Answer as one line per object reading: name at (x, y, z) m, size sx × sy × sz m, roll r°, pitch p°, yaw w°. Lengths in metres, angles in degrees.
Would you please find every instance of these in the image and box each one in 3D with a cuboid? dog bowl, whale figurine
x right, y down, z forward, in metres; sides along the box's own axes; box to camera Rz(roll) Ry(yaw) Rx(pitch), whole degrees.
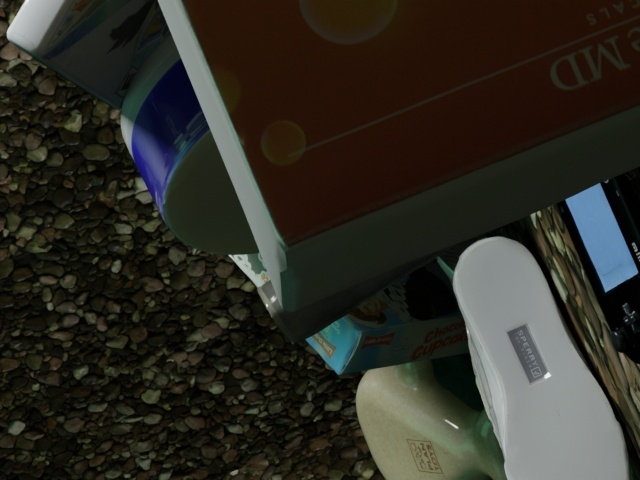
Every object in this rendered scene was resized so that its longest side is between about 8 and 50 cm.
dog bowl at (-0.036, -0.106, 1.668) m, size 0.265 × 0.265 × 0.104 m, roll 74°, pitch 170°, yaw -61°
whale figurine at (0.155, 0.196, 2.002) m, size 0.272 × 0.141 × 0.216 m, roll -2°, pitch 112°, yaw 61°

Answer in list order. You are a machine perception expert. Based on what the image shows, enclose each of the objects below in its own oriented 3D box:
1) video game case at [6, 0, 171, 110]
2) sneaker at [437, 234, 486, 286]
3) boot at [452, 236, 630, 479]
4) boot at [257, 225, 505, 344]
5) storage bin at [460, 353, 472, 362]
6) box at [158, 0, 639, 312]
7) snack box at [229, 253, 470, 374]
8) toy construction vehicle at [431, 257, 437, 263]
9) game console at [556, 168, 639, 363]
video game case at (-0.120, -0.271, 1.533) m, size 0.036 × 0.329 × 0.300 m, roll 31°, pitch 180°, yaw 8°
sneaker at (0.135, 0.036, 1.671) m, size 0.070 × 0.051 × 0.134 m, roll 82°, pitch 163°, yaw -54°
boot at (0.175, 0.127, 1.446) m, size 0.123 × 0.095 × 0.258 m, roll 58°, pitch -165°, yaw -66°
boot at (0.048, 0.002, 1.482) m, size 0.189 × 0.208 × 0.076 m, roll 78°, pitch 169°, yaw -72°
storage bin at (0.121, 0.129, 2.182) m, size 0.135 × 0.091 × 0.098 m, roll 75°, pitch 172°, yaw -59°
box at (0.019, -0.177, 0.728) m, size 0.168 × 0.215 × 0.345 m, roll 91°, pitch 156°, yaw -81°
snack box at (0.000, 0.000, 1.845) m, size 0.322 × 0.187 × 0.060 m, roll 46°, pitch 125°, yaw 32°
toy construction vehicle at (0.099, -0.032, 1.630) m, size 0.086 × 0.035 × 0.098 m, roll -61°, pitch 26°, yaw 30°
game console at (0.122, -0.104, 1.042) m, size 0.213 × 0.044 × 0.361 m, roll 91°, pitch 157°, yaw -82°
